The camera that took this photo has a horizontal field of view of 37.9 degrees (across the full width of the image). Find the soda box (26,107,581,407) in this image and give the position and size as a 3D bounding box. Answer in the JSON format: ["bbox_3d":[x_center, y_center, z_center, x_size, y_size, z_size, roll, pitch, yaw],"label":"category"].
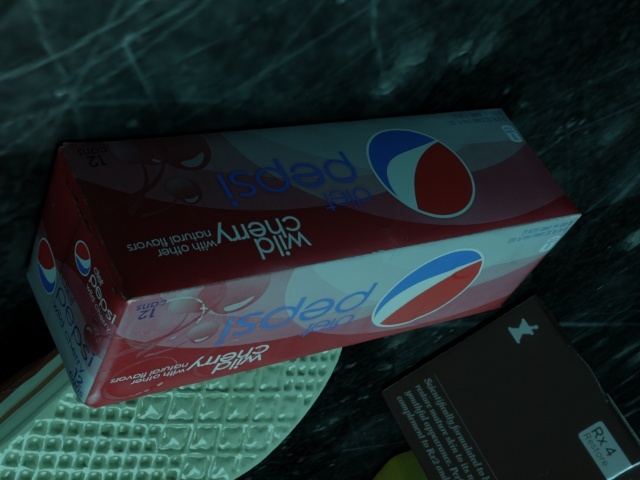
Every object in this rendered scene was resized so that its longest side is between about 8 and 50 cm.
[{"bbox_3d":[0.000,0.000,0.463,0.263,0.083,0.092,-10,147,-34],"label":"soda box"}]

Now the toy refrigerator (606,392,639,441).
[{"bbox_3d":[0.314,0.330,1.317,0.269,0.102,0.094,-29,153,-1],"label":"toy refrigerator"}]

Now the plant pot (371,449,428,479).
[{"bbox_3d":[0.155,0.342,1.086,0.212,0.187,0.212,-12,147,-31],"label":"plant pot"}]

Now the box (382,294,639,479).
[{"bbox_3d":[0.190,0.183,0.868,0.167,0.168,0.203,-33,153,8],"label":"box"}]

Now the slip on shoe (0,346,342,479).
[{"bbox_3d":[-0.131,0.104,0.508,0.331,0.101,0.123,-33,117,-17],"label":"slip on shoe"}]
